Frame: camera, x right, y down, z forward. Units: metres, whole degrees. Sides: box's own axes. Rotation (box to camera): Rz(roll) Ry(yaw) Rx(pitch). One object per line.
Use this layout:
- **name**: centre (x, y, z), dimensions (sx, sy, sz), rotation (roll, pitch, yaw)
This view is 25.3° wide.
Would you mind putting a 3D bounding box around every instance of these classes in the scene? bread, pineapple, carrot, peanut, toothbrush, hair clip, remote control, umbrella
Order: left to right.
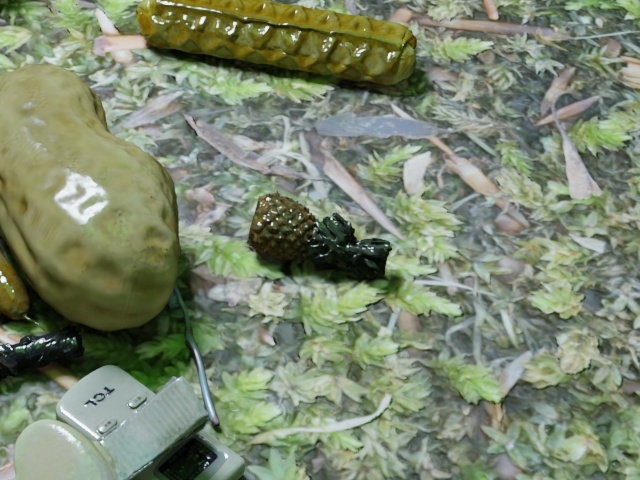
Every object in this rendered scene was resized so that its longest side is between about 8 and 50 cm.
- **carrot**: centre (-0.377, -0.004, 1.538), dimensions (0.078, 0.078, 0.298), rotation (-23, 57, -27)
- **umbrella**: centre (-0.311, 0.120, 1.439), dimensions (0.144, 0.037, 0.040), rotation (-14, 71, -18)
- **peanut**: centre (-0.263, -0.061, 1.536), dimensions (0.192, 0.169, 0.387), rotation (-13, 48, -28)
- **hair clip**: centre (-0.197, 0.217, 1.318), dimensions (0.218, 0.071, 0.159), rotation (-35, 65, -14)
- **remote control**: centre (-0.170, 0.194, 1.394), dimensions (0.190, 0.029, 0.087), rotation (33, 50, 23)
- **toothbrush**: centre (-0.133, 0.118, 1.485), dimensions (0.019, 0.013, 0.193), rotation (-14, 48, -12)
- **bread**: centre (-0.057, -0.264, 1.832), dimensions (0.368, 0.084, 0.077), rotation (9, 5, 3)
- **pineapple**: centre (0.000, 0.000, 1.588), dimensions (0.159, 0.074, 0.074), rotation (17, 45, 2)
